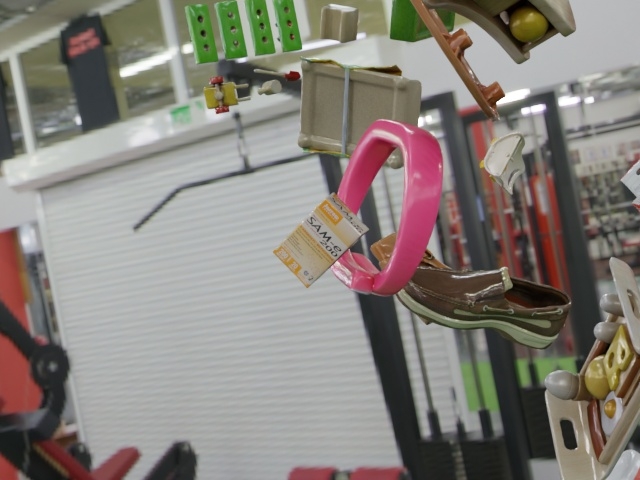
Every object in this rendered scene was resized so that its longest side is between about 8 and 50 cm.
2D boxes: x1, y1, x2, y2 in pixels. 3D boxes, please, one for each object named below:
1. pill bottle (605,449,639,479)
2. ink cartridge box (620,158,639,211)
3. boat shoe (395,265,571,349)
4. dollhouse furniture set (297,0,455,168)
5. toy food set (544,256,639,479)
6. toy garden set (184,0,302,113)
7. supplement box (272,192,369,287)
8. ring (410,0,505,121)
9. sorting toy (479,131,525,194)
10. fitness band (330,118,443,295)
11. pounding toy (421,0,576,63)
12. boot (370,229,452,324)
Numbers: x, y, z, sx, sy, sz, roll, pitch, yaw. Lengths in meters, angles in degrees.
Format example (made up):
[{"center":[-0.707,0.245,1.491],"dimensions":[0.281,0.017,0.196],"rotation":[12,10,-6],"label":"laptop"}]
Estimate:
[{"center":[0.588,0.459,1.680],"dimensions":[0.108,0.193,0.108],"rotation":[-55,-2,-3],"label":"pill bottle"},{"center":[0.367,-0.047,1.024],"dimensions":[0.063,0.115,0.029],"rotation":[-46,12,0],"label":"ink cartridge box"},{"center":[0.229,0.069,1.340],"dimensions":[0.257,0.095,0.095],"rotation":[15,-52,-20],"label":"boat shoe"},{"center":[0.088,-0.283,1.552],"dimensions":[0.197,0.301,0.151],"rotation":[16,27,25],"label":"dollhouse furniture set"},{"center":[0.433,0.210,1.536],"dimensions":[0.092,0.306,0.220],"rotation":[10,36,-4],"label":"toy food set"},{"center":[-0.143,-0.356,1.867],"dimensions":[0.244,0.204,0.049],"rotation":[-16,8,-37],"label":"toy garden set"},{"center":[0.000,0.000,1.145],"dimensions":[0.098,0.062,0.036],"rotation":[-46,-5,23],"label":"supplement box"},{"center":[0.117,-0.281,1.092],"dimensions":[0.032,0.336,0.336],"rotation":[-32,-5,14],"label":"ring"},{"center":[0.282,-0.109,1.464],"dimensions":[0.045,0.083,0.075],"rotation":[10,-29,45],"label":"sorting toy"},{"center":[0.076,-0.043,1.192],"dimensions":[0.054,0.209,0.291],"rotation":[17,7,-15],"label":"fitness band"},{"center":[0.185,-0.308,1.014],"dimensions":[0.269,0.154,0.155],"rotation":[35,-43,-29],"label":"pounding toy"},{"center":[0.176,0.041,1.537],"dimensions":[0.197,0.152,0.073],"rotation":[-15,-27,-53],"label":"boot"}]
